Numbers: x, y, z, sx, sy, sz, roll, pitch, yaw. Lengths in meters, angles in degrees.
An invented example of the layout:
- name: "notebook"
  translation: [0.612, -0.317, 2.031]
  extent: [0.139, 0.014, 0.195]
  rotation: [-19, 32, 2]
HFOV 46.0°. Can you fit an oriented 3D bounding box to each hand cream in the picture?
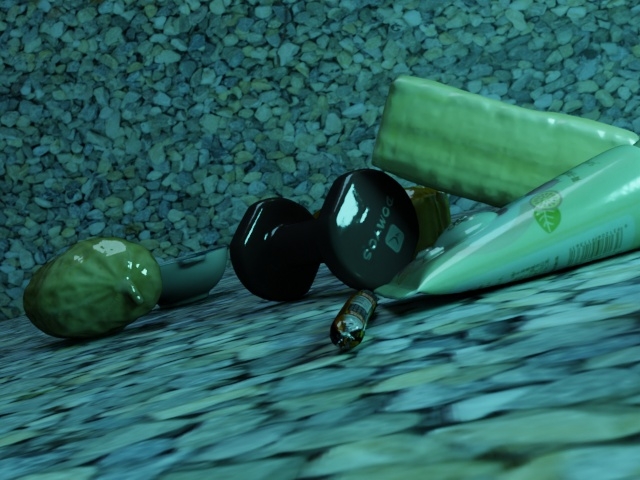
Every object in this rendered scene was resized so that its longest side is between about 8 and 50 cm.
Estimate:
- name: "hand cream"
  translation: [0.197, -0.006, 0.669]
  extent: [0.306, 0.093, 0.147]
  rotation: [-23, 1, -4]

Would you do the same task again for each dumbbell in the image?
- name: "dumbbell"
  translation: [0.000, 0.000, 0.906]
  extent: [0.124, 0.140, 0.225]
  rotation: [36, -26, -28]

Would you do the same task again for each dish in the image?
- name: "dish"
  translation: [-0.274, 0.080, 1.400]
  extent: [0.228, 0.086, 0.236]
  rotation: [-15, 2, -5]

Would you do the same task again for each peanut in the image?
- name: "peanut"
  translation: [-0.363, 0.079, 1.135]
  extent: [0.159, 0.143, 0.291]
  rotation: [-1, -10, -43]

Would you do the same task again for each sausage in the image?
- name: "sausage"
  translation: [0.029, 0.060, 0.596]
  extent: [0.028, 0.025, 0.198]
  rotation: [14, 6, 6]

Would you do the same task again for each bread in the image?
- name: "bread"
  translation: [0.088, -0.016, 1.178]
  extent: [0.152, 0.119, 0.288]
  rotation: [-18, 3, -19]

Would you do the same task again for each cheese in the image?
- name: "cheese"
  translation: [0.216, -0.096, 0.873]
  extent: [0.265, 0.124, 0.242]
  rotation: [17, 11, 14]
